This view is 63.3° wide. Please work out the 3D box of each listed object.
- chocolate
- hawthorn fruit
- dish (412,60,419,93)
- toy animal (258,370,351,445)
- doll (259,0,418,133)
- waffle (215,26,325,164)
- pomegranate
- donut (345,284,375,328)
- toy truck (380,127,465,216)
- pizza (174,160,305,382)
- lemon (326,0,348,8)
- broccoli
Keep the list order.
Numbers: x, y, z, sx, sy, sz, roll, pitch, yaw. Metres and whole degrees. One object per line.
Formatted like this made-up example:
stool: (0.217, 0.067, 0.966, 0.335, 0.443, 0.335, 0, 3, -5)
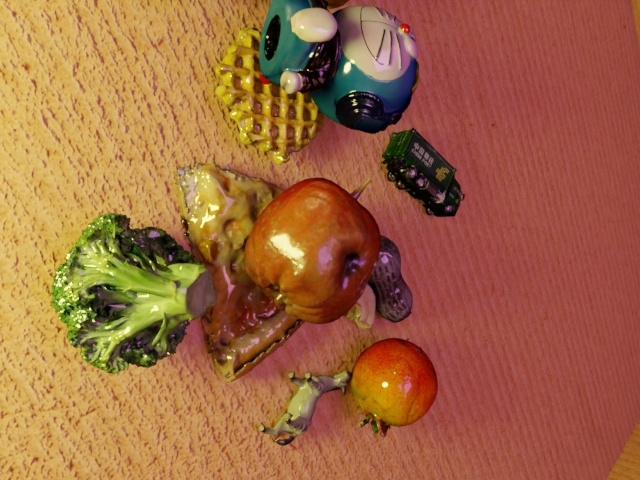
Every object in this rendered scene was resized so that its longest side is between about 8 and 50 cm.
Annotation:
chocolate: (0.161, 0.091, 1.281, 0.110, 0.110, 0.248, -39, 120, -30)
hawthorn fruit: (-0.015, 0.017, 0.963, 0.258, 0.258, 0.262, 54, 34, -27)
dish: (0.161, -0.369, 1.254, 0.208, 0.148, 0.080, -54, 159, -31)
toy animal: (-0.027, 0.365, 1.172, 0.217, 0.073, 0.176, -57, 137, -16)
doll: (0.046, -0.343, 0.994, 0.309, 0.240, 0.284, 6, 62, -28)
waffle: (-0.087, -0.307, 1.057, 0.291, 0.051, 0.292, -3, 95, -40)
pomegranate: (0.169, 0.349, 1.236, 0.210, 0.210, 0.235, 38, 69, -33)
donut: (0.065, 0.139, 1.232, 0.165, 0.065, 0.108, 25, 77, -36)
toy truck: (0.274, -0.167, 1.368, 0.259, 0.088, 0.121, 35, 71, -33)
pizza: (-0.085, 0.035, 1.103, 0.391, 0.080, 0.435, -15, 103, -36)
lemon: (-0.009, -0.602, 1.021, 0.283, 0.260, 0.261, -11, 99, -29)
broccoli: (-0.296, 0.081, 0.853, 0.262, 0.241, 0.269, -60, 148, -44)
